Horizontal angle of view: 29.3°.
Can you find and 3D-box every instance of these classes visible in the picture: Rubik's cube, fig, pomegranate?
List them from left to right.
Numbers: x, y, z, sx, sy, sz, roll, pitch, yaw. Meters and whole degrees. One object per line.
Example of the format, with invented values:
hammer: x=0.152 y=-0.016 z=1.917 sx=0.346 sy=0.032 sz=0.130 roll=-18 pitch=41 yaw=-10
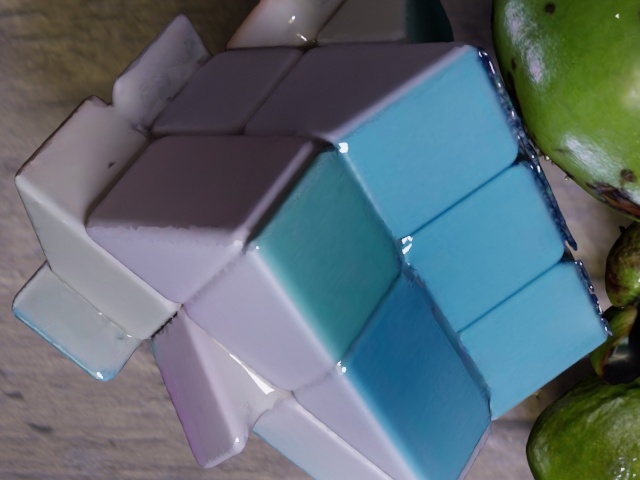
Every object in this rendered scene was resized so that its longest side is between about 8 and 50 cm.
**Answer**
Rubik's cube: x=0.000 y=0.000 z=0.899 sx=0.368 sy=0.358 sz=0.387 roll=7 pitch=138 yaw=42
fig: x=0.319 y=0.174 z=1.152 sx=0.203 sy=0.203 sz=0.235 roll=30 pitch=98 yaw=-12
pomegranate: x=0.224 y=-0.125 z=0.782 sx=0.254 sy=0.254 sz=0.270 roll=31 pitch=134 yaw=-12

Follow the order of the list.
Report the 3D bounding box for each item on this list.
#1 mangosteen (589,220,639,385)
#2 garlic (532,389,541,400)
mangosteen: x=0.334 y=0.058 z=0.958 sx=0.243 sy=0.243 sz=0.243 roll=10 pitch=137 yaw=10
garlic: x=0.156 y=0.138 z=1.205 sx=0.074 sy=0.094 sz=0.113 roll=42 pitch=161 yaw=39
